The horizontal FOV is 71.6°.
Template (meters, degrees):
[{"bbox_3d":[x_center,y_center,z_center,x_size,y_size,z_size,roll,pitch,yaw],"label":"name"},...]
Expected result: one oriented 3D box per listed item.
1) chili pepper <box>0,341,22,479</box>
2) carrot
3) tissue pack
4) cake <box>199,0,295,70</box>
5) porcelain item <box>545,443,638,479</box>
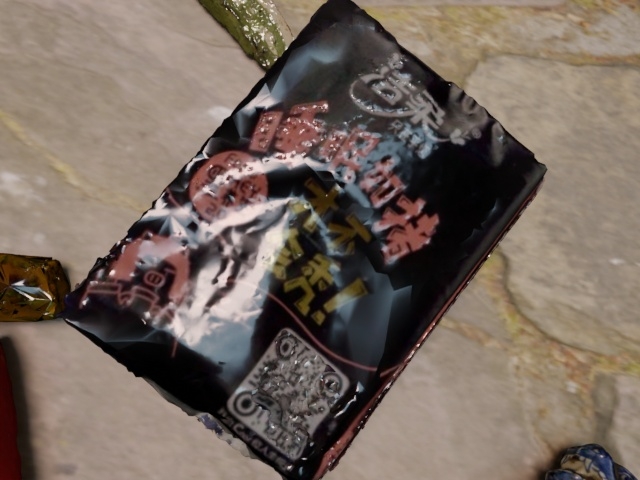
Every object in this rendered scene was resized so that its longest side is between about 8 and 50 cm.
[{"bbox_3d":[-0.278,0.232,0.293,0.131,0.134,0.338,-1,76,-29],"label":"chili pepper"},{"bbox_3d":[-0.326,0.041,0.360,0.229,0.069,0.069,-1,81,-6],"label":"carrot"},{"bbox_3d":[0.000,0.000,0.371,0.245,0.123,0.332,39,82,-4],"label":"tissue pack"},{"bbox_3d":[-0.069,-0.223,0.433,0.051,0.055,0.140,-42,89,-17],"label":"cake"},{"bbox_3d":[0.247,0.323,0.344,0.186,0.138,0.288,-35,81,-27],"label":"porcelain item"}]
